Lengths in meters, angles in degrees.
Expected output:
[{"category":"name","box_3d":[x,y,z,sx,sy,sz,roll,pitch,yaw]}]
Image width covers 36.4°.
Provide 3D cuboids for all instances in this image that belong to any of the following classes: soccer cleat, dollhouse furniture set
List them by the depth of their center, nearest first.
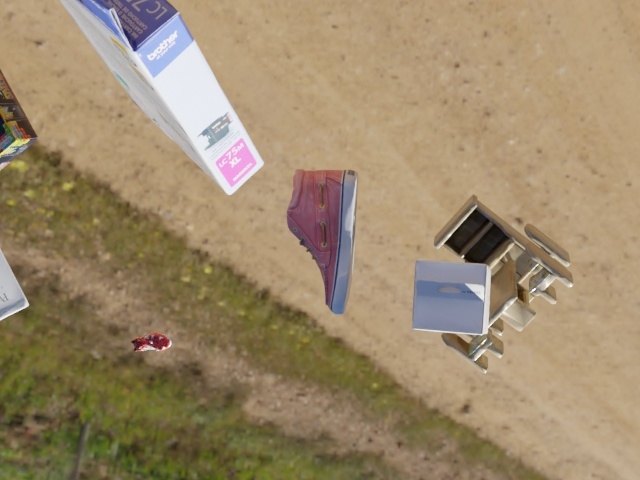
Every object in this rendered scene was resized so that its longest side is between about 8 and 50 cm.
[{"category":"soccer cleat","box_3d":[-0.248,0.150,1.461,0.083,0.029,0.035,-13,-175,41]},{"category":"dollhouse furniture set","box_3d":[0.279,0.050,1.617,0.161,0.242,0.212,37,114,-7]}]

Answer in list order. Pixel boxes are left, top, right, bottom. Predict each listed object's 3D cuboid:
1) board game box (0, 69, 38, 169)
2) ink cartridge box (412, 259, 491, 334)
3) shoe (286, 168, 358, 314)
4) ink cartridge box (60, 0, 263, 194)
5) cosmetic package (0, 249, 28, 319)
[{"category":"board game box","box_3d":[-0.477,-0.152,1.309,0.170,0.141,0.048,-31,175,28]},{"category":"ink cartridge box","box_3d":[0.170,0.074,1.259,0.092,0.090,0.143,3,176,13]},{"category":"shoe","box_3d":[0.000,0.000,1.190,0.081,0.178,0.063,4,-172,6]},{"category":"ink cartridge box","box_3d":[-0.170,-0.183,0.936,0.186,0.065,0.311,43,174,28]},{"category":"cosmetic package","box_3d":[-0.581,0.037,1.137,0.097,0.377,0.284,8,125,62]}]
